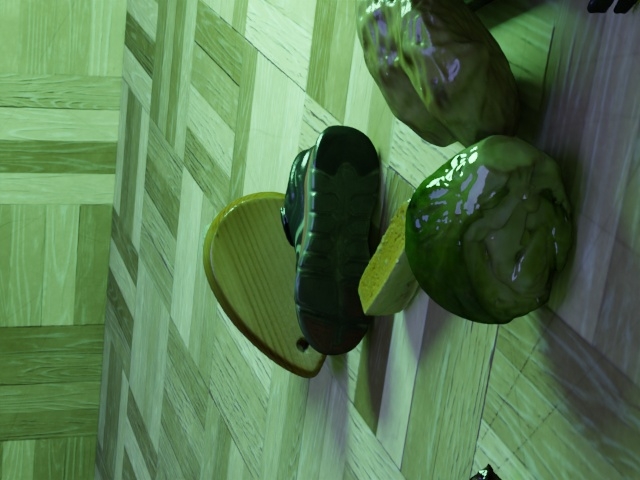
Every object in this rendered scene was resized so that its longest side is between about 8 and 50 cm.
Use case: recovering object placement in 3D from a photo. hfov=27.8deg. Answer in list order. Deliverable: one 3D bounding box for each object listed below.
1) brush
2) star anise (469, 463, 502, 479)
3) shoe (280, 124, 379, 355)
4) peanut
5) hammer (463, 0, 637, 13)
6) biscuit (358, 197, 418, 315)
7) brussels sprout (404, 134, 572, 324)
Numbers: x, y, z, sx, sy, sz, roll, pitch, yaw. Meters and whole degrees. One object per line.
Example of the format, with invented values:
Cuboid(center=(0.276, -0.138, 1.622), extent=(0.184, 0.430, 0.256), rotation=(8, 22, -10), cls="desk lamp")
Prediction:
Cuboid(center=(-0.064, 0.066, 1.793), extent=(0.166, 0.174, 0.267), rotation=(137, 115, -80), cls="brush")
Cuboid(center=(0.170, 0.300, 1.281), extent=(0.168, 0.057, 0.168), rotation=(171, 90, -78), cls="star anise")
Cuboid(center=(0.000, 0.000, 1.653), extent=(0.137, 0.114, 0.291), rotation=(-176, 88, -65), cls="shoe")
Cuboid(center=(0.116, -0.174, 1.281), extent=(0.197, 0.110, 0.233), rotation=(59, 167, -22), cls="peanut")
Cuboid(center=(0.189, -0.266, 1.237), extent=(0.440, 0.044, 0.168), rotation=(172, 99, -70), cls="hammer")
Cuboid(center=(0.097, 0.020, 1.475), extent=(0.188, 0.056, 0.052), rotation=(117, 145, -50), cls="biscuit")
Cuboid(center=(0.151, -0.014, 1.212), extent=(0.145, 0.131, 0.183), rotation=(-143, 51, -59), cls="brussels sprout")
